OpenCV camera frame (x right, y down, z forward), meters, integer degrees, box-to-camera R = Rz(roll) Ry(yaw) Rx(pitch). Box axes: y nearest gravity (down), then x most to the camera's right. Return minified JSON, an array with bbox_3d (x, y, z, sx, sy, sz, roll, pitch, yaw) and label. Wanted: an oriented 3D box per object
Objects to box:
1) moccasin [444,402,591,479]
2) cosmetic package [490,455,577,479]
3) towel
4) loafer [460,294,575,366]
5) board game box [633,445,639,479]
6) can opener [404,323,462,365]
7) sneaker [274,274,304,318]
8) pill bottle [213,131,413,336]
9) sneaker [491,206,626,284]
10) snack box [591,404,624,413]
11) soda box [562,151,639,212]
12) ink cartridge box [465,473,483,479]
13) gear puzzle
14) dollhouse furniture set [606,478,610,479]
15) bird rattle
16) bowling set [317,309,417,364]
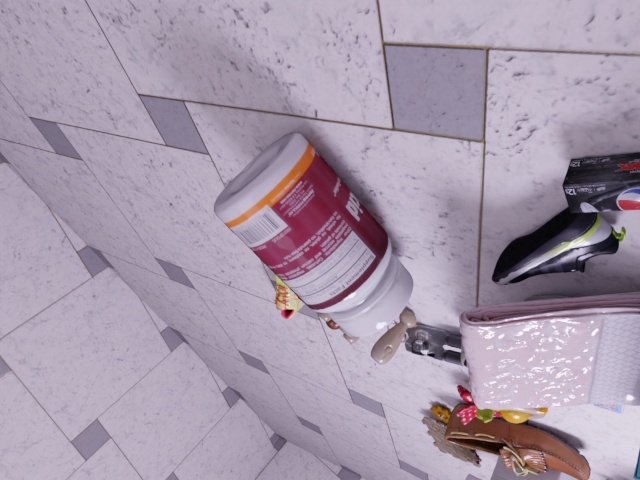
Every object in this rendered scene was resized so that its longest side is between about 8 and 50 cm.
[{"bbox_3d":[0.535,0.582,1.308,0.380,0.147,0.139,12,143,33],"label":"moccasin"},{"bbox_3d":[0.701,0.782,1.423,0.365,0.155,0.197,48,150,-23],"label":"cosmetic package"},{"bbox_3d":[0.427,0.218,0.847,0.317,0.053,0.332,-8,134,16],"label":"towel"},{"bbox_3d":[0.397,0.194,0.936,0.112,0.111,0.319,36,149,-2],"label":"loafer"},{"bbox_3d":[0.536,0.159,0.533,0.079,0.336,0.254,47,147,-20],"label":"board game box"},{"bbox_3d":[0.341,0.269,1.160,0.283,0.076,0.095,8,172,37],"label":"can opener"},{"bbox_3d":[-0.100,0.161,1.387,0.081,0.094,0.208,18,144,29],"label":"sneaker"},{"bbox_3d":[0.000,0.000,0.940,0.392,0.224,0.224,47,147,-21],"label":"pill bottle"},{"bbox_3d":[0.376,0.033,0.759,0.097,0.084,0.235,34,149,-2],"label":"sneaker"},{"bbox_3d":[0.603,0.306,0.981,0.064,0.022,0.178,9,141,35],"label":"snack box"},{"bbox_3d":[0.409,-0.076,0.599,0.169,0.060,0.053,0,136,44],"label":"soda box"},{"bbox_3d":[0.544,0.807,1.365,0.237,0.100,0.172,5,139,49],"label":"ink cartridge box"},{"bbox_3d":[0.443,0.653,1.609,0.175,0.044,0.339,7,137,41],"label":"gear puzzle"},{"bbox_3d":[0.827,0.741,1.143,0.135,0.259,0.262,49,150,-5],"label":"dollhouse furniture set"},{"bbox_3d":[0.462,0.431,1.202,0.207,0.143,0.253,8,146,12],"label":"bird rattle"},{"bbox_3d":[0.083,0.166,1.208,0.287,0.154,0.200,45,167,-19],"label":"bowling set"}]
